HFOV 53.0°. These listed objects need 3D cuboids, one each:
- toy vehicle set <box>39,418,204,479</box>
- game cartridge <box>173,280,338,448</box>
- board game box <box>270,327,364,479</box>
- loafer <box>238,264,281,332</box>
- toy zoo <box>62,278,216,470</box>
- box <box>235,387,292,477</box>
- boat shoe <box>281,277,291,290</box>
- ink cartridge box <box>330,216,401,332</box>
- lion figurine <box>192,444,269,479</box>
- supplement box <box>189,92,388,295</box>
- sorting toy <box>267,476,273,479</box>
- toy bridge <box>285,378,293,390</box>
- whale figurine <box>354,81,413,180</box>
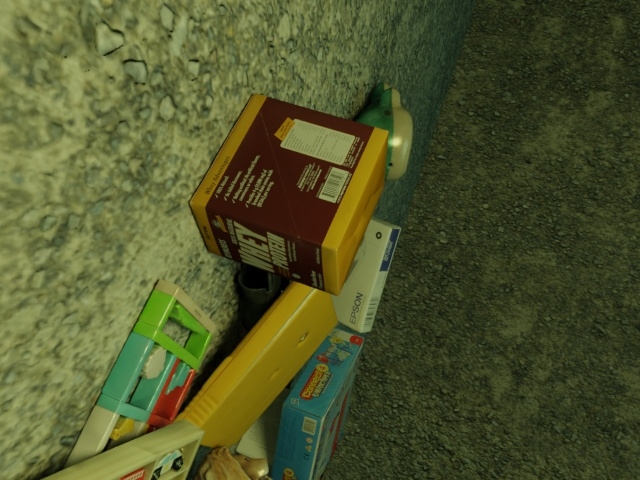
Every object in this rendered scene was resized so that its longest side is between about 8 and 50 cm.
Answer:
[{"bbox_3d":[-0.243,0.308,0.703,0.266,0.035,0.166,-1,115,-67],"label":"toy vehicle set"},{"bbox_3d":[-0.096,0.214,1.105,0.324,0.052,0.285,-47,162,-13],"label":"game cartridge"},{"bbox_3d":[-0.009,0.401,1.430,0.302,0.086,0.309,-50,154,-60],"label":"board game box"},{"bbox_3d":[-0.102,0.063,1.033,0.078,0.076,0.223,-25,140,-47],"label":"loafer"},{"bbox_3d":[-0.224,0.212,0.798,0.192,0.030,0.293,75,35,-67],"label":"toy zoo"},{"bbox_3d":[-0.108,0.432,1.453,0.130,0.090,0.171,89,23,-56],"label":"box"},{"bbox_3d":[-0.071,0.029,1.143,0.048,0.056,0.153,-56,153,-38],"label":"boat shoe"},{"bbox_3d":[0.036,0.042,1.305,0.045,0.223,0.224,1,107,-51],"label":"ink cartridge box"},{"bbox_3d":[-0.183,0.537,1.128,0.142,0.240,0.392,-16,151,-45],"label":"lion figurine"},{"bbox_3d":[-0.034,-0.062,0.852,0.129,0.194,0.191,85,26,-60],"label":"supplement box"},{"bbox_3d":[-0.123,0.510,1.206,0.038,0.192,0.208,-35,130,-41],"label":"sorting toy"},{"bbox_3d":[-0.105,0.422,1.598,0.063,0.026,0.188,15,93,-78],"label":"toy bridge"},{"bbox_3d":[0.128,-0.258,1.485,0.216,0.141,0.272,95,-6,-46],"label":"whale figurine"}]
